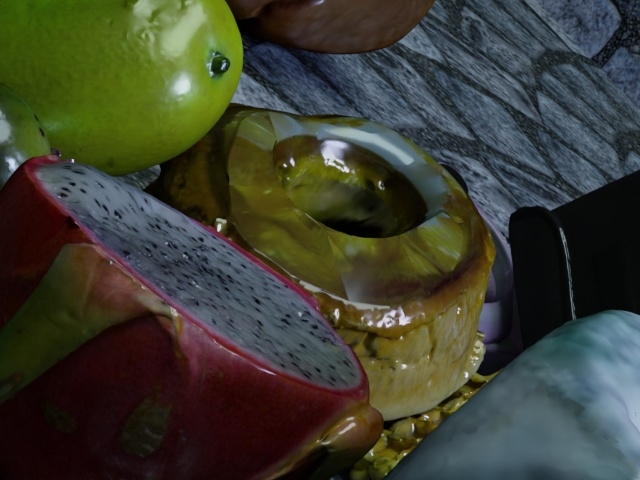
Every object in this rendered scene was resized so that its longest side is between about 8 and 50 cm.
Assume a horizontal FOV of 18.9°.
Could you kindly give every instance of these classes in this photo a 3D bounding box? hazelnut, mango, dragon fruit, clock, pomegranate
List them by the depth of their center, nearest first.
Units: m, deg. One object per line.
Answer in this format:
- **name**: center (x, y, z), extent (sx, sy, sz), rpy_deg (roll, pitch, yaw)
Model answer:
- **dragon fruit**: center (-0.123, 0.085, 1.205), extent (0.290, 0.189, 0.290), rpy_deg (36, 11, -8)
- **pomegranate**: center (-0.253, -0.053, 1.356), extent (0.130, 0.130, 0.130), rpy_deg (35, 20, -15)
- **mango**: center (-0.194, -0.128, 1.477), extent (0.273, 0.149, 0.185), rpy_deg (-11, 51, -8)
- **clock**: center (0.095, 0.016, 1.823), extent (0.227, 0.090, 0.248), rpy_deg (12, 42, -38)
- **hazelnut**: center (-0.021, -0.377, 2.232), extent (0.372, 0.315, 0.372), rpy_deg (26, -7, 3)

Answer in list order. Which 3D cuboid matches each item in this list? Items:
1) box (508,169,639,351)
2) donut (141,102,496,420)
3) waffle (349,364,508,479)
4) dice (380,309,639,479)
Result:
- **box**: center (0.337, 0.127, 1.736), extent (0.251, 0.204, 0.345), rpy_deg (24, 51, -43)
- **donut**: center (0.000, 0.000, 1.554), extent (0.330, 0.160, 0.330), rpy_deg (16, 28, -9)
- **waffle**: center (0.139, 0.160, 1.541), extent (0.237, 0.059, 0.243), rpy_deg (4, 17, -5)
- **dice**: center (0.162, 0.261, 1.110), extent (0.328, 0.330, 0.348), rpy_deg (45, 21, 14)
